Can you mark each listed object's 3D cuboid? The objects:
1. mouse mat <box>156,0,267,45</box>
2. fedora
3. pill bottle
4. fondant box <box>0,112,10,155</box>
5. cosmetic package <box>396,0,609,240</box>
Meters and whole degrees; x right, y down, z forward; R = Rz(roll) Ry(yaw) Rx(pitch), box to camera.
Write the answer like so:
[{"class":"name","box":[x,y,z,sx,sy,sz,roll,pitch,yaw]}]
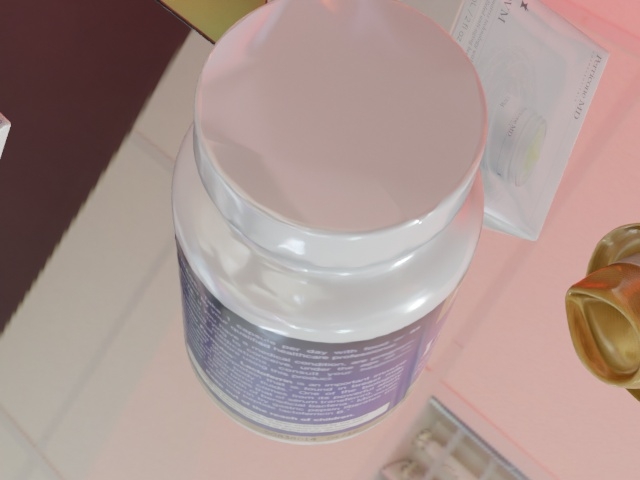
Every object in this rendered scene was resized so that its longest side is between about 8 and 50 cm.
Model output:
[{"class":"mouse mat","box":[-0.101,-0.248,1.034,0.007,0.153,0.189,-29,-137,33]},{"class":"fedora","box":[0.286,0.079,1.063,0.194,0.079,0.194,32,-54,59]},{"class":"pill bottle","box":[0.000,0.000,0.596,0.153,0.264,0.153,2,-115,-3]},{"class":"fondant box","box":[-0.482,-0.162,1.195,0.330,0.096,0.238,45,-32,0]},{"class":"cosmetic package","box":[0.156,-0.147,1.212,0.138,0.225,0.224,18,-94,51]}]
